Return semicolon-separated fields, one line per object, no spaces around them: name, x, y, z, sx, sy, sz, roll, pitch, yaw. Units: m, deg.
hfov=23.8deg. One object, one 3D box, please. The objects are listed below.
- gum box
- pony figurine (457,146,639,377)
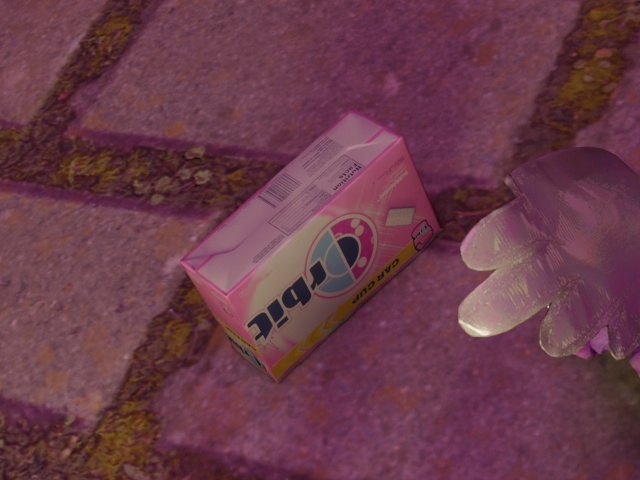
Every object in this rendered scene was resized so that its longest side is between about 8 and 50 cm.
gum box;0.000;0.000;1.129;0.188;0.107;0.062;-42;46;-15
pony figurine;0.255;0.070;0.868;0.363;0.303;0.351;-1;18;29
